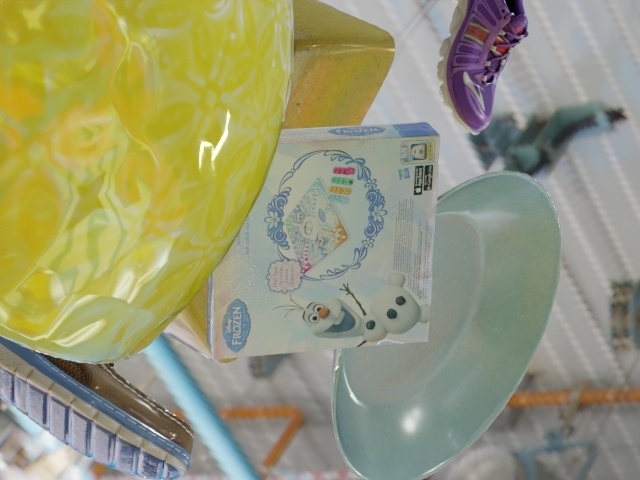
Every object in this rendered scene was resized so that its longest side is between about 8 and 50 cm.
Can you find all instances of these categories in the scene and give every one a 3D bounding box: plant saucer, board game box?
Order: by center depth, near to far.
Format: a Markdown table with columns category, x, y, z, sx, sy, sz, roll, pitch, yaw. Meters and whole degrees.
| category | x | y | z | sx | sy | sz | roll | pitch | yaw |
| --- | --- | --- | --- | --- | --- | --- | --- | --- | --- |
| board game box | 0.000 | 0.000 | 0.646 | 0.090 | 0.020 | 0.090 | -4 | -68 | -15 |
| plant saucer | 0.063 | 0.045 | 0.923 | 0.037 | 0.195 | 0.195 | 27 | -37 | 36 |
| plant saucer | -0.148 | -0.107 | 1.479 | 0.333 | 0.332 | 0.081 | 28 | 0 | 25 |

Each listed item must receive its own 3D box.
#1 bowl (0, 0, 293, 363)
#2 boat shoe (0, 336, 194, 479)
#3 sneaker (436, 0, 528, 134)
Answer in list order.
| category | x | y | z | sx | sy | sz | roll | pitch | yaw |
| --- | --- | --- | --- | --- | --- | --- | --- | --- | --- |
| bowl | -0.095 | -0.120 | 0.514 | 0.156 | 0.289 | 0.289 | -39 | -76 | 10 |
| boat shoe | -0.136 | 0.055 | 0.845 | 0.183 | 0.066 | 0.066 | 32 | -28 | 1 |
| sneaker | 0.154 | -0.181 | 1.497 | 0.071 | 0.169 | 0.068 | 4 | -9 | 38 |
